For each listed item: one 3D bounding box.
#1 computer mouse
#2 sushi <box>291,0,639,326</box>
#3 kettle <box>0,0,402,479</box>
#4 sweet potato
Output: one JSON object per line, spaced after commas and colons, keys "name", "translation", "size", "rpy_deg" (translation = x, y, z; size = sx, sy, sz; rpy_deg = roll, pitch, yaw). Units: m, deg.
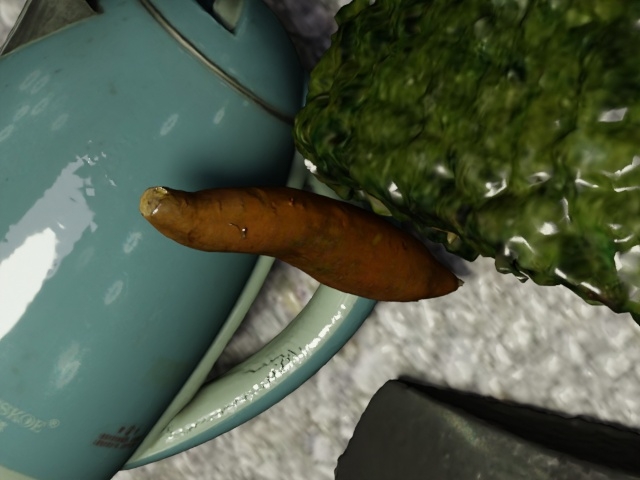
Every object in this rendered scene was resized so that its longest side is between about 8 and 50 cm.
{"name": "computer mouse", "translation": [0.137, 0.204, 1.018], "size": [0.295, 0.087, 0.168], "rpy_deg": [15, 110, 18]}
{"name": "sushi", "translation": [0.170, -0.043, 0.829], "size": [0.352, 0.294, 0.178], "rpy_deg": [29, 92, 53]}
{"name": "kettle", "translation": [-0.118, -0.005, 1.009], "size": [0.319, 0.247, 0.342], "rpy_deg": [35, 104, -23]}
{"name": "sweet potato", "translation": [0.000, -0.001, 0.932], "size": [0.057, 0.264, 0.057], "rpy_deg": [-19, 62, 41]}
